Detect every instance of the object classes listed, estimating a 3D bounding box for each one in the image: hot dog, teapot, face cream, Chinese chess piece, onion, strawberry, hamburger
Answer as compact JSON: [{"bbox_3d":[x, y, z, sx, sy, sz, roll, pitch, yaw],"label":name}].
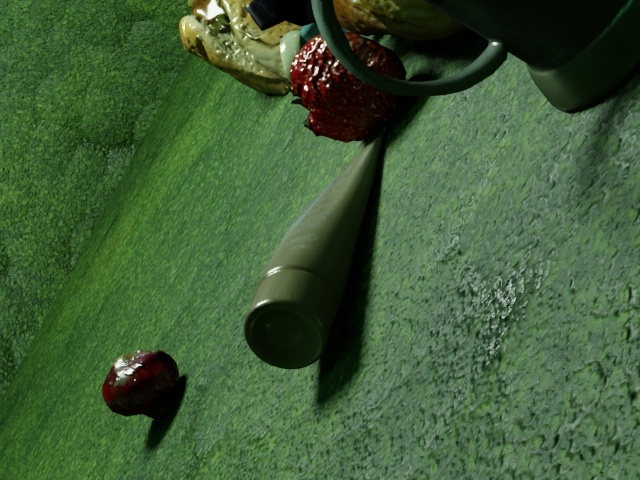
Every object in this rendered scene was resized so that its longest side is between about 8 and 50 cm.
[{"bbox_3d":[0.097,-0.285,1.287,0.196,0.122,0.272,-16,12,-5],"label":"hot dog"},{"bbox_3d":[0.094,-0.244,0.891,0.270,0.337,0.200,-60,16,3],"label":"teapot"},{"bbox_3d":[0.000,0.000,1.226,0.137,0.084,0.341,-46,13,32],"label":"face cream"},{"bbox_3d":[-0.036,-0.278,1.774,0.034,0.084,0.084,-10,37,15],"label":"Chinese chess piece"},{"bbox_3d":[-0.237,0.194,1.548,0.107,0.097,0.107,-28,-8,-4],"label":"onion"},{"bbox_3d":[0.035,-0.187,1.337,0.148,0.131,0.131,-39,25,36],"label":"strawberry"},{"bbox_3d":[-0.136,-0.362,1.989,0.162,0.209,0.330,-58,18,6],"label":"hamburger"}]

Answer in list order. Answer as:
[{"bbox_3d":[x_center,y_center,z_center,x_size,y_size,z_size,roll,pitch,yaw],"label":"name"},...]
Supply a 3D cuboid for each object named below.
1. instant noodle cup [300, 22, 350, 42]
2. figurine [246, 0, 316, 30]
[{"bbox_3d":[0.029,-0.364,1.755,0.157,0.070,0.179,-49,21,37],"label":"instant noodle cup"},{"bbox_3d":[0.026,-0.372,1.462,0.308,0.308,0.143,-56,50,13],"label":"figurine"}]
